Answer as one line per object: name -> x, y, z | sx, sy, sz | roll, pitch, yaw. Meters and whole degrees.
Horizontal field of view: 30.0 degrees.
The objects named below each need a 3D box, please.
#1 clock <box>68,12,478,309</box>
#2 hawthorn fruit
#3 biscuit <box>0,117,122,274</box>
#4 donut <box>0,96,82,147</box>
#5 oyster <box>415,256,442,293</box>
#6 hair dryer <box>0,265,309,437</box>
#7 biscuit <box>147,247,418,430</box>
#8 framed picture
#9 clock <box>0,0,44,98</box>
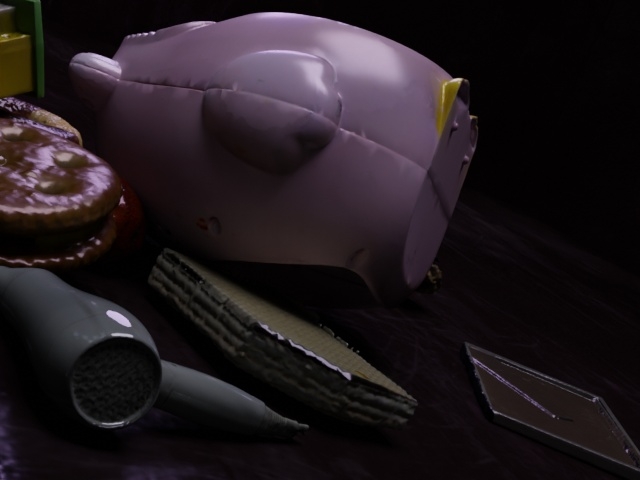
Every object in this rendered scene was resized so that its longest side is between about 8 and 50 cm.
clock -> -0.054, -0.074, 1.227 | 0.377, 0.250, 0.368 | 15, -11, 16
hawthorn fruit -> -0.205, -0.017, 1.130 | 0.093, 0.093, 0.093 | 24, 9, -4
biscuit -> -0.274, -0.042, 1.001 | 0.220, 0.066, 0.220 | 13, 23, -6
donut -> -0.349, -0.116, 1.341 | 0.184, 0.073, 0.166 | 26, 12, 17
oyster -> 0.001, 0.000, 1.597 | 0.345, 0.078, 0.128 | 22, -11, 0
hair dryer -> -0.111, 0.094, 0.856 | 0.237, 0.075, 0.206 | 27, 0, -32
biscuit -> -0.039, 0.087, 1.044 | 0.150, 0.052, 0.252 | 22, 6, -39
framed picture -> 0.255, 0.187, 1.333 | 0.192, 0.018, 0.265 | 24, 10, -3
clock -> -0.456, -0.195, 1.236 | 0.220, 0.106, 0.255 | 18, 28, 32
